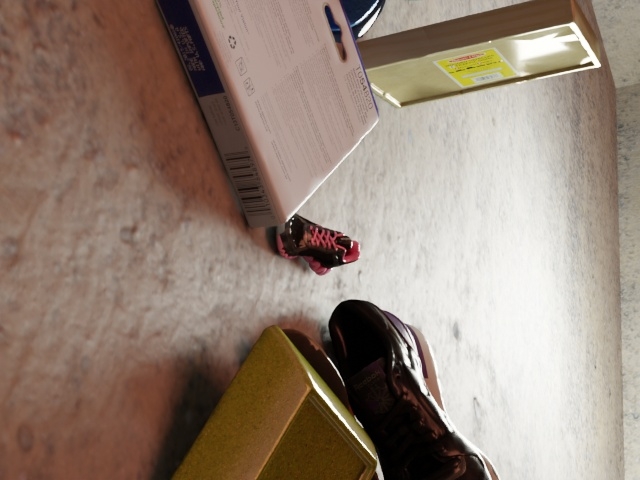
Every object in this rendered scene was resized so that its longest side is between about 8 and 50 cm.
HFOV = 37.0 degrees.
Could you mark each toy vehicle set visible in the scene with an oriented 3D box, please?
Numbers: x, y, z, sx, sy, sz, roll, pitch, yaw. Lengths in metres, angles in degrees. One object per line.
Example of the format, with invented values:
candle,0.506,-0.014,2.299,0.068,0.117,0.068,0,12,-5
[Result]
toy vehicle set,0.183,-0.219,1.138,0.166,0.267,0.035,18,66,-64

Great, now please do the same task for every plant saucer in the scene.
plant saucer,-0.028,0.192,0.732,0.188,0.045,0.188,-58,138,-23

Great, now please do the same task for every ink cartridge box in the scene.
ink cartridge box,-0.037,-0.160,0.886,0.224,0.045,0.223,-48,125,-48

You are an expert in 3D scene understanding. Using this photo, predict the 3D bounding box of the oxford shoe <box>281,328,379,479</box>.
oxford shoe,-0.006,0.154,0.864,0.076,0.076,0.212,-104,174,-58

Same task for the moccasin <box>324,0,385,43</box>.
moccasin,0.059,-0.362,1.045,0.117,0.138,0.342,71,34,-73

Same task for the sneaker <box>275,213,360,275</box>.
sneaker,0.000,0.000,0.924,0.119,0.057,0.047,28,59,-58

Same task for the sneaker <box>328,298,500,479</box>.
sneaker,0.072,0.177,0.912,0.124,0.107,0.283,40,18,-46
